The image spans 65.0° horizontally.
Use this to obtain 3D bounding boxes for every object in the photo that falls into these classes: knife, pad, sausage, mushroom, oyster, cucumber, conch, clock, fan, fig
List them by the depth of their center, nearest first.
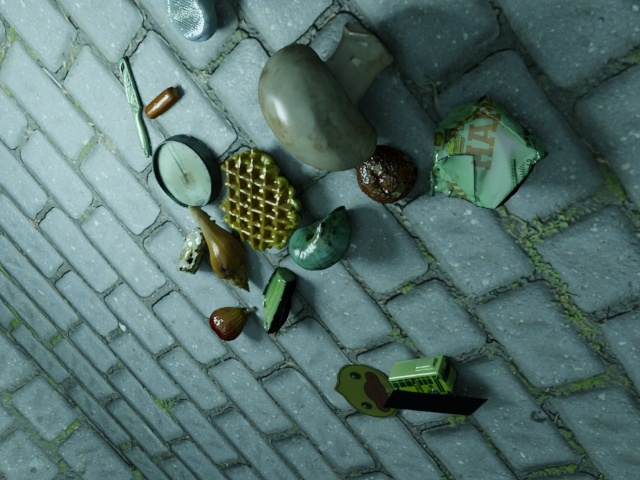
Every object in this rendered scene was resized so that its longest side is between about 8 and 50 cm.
[{"bbox_3d":[0.028,-0.302,1.059,0.290,0.297,0.297,-39,97,15],"label":"mushroom"},{"bbox_3d":[0.003,0.001,1.328,0.122,0.175,0.188,36,156,-23],"label":"conch"},{"bbox_3d":[-0.438,-0.382,1.391,0.131,0.041,0.039,-25,83,36],"label":"sausage"},{"bbox_3d":[0.321,0.460,1.426,0.265,0.009,0.159,7,144,-2],"label":"pad"},{"bbox_3d":[-0.535,-0.379,1.460,0.043,0.020,0.293,8,121,27],"label":"knife"},{"bbox_3d":[-0.395,-0.197,1.477,0.226,0.049,0.226,13,125,20],"label":"clock"},{"bbox_3d":[-0.301,0.034,1.521,0.109,0.093,0.330,-18,120,25],"label":"conch"},{"bbox_3d":[-0.124,0.178,1.540,0.086,0.115,0.193,1,125,-23],"label":"cucumber"},{"bbox_3d":[0.188,0.483,1.601,0.335,0.011,0.229,-7,115,33],"label":"fan"},{"bbox_3d":[-0.404,0.045,1.607,0.072,0.133,0.209,13,122,-33],"label":"oyster"},{"bbox_3d":[-0.289,0.277,1.671,0.153,0.119,0.119,-5,116,23],"label":"fig"}]

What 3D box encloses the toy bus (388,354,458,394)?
[{"bbox_3d":[0.293,0.391,1.438,0.175,0.088,0.101,-20,109,35],"label":"toy bus"}]

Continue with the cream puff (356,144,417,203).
[{"bbox_3d":[0.152,-0.151,1.187,0.149,0.084,0.149,14,126,20],"label":"cream puff"}]

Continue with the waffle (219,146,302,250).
[{"bbox_3d":[-0.179,-0.108,1.389,0.281,0.058,0.300,43,133,11],"label":"waffle"}]

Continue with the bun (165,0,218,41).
[{"bbox_3d":[-0.297,-0.545,1.191,0.141,0.083,0.140,21,135,23],"label":"bun"}]

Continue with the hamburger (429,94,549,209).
[{"bbox_3d":[0.325,-0.172,1.057,0.214,0.125,0.235,40,126,9],"label":"hamburger"}]
